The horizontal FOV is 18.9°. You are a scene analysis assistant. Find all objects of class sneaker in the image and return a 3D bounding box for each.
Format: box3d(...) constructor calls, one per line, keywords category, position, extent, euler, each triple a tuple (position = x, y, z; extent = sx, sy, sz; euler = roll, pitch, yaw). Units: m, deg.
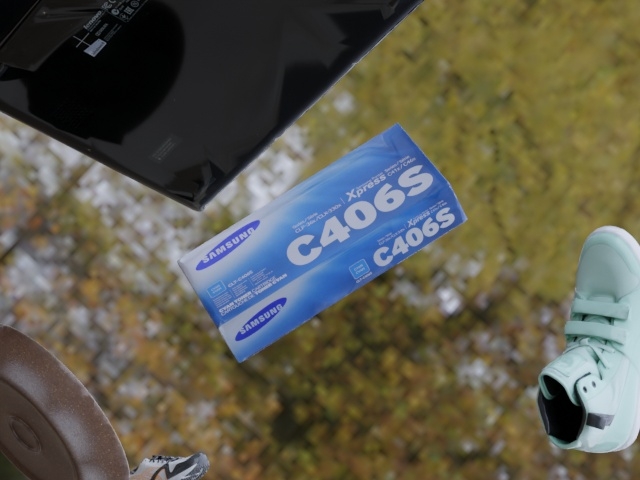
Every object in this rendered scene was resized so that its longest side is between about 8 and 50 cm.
box3d(category="sneaker", position=(-0.152, 0.225, 1.862), extent=(0.040, 0.109, 0.044), euler=(-2, 67, -52))
box3d(category="sneaker", position=(0.302, 0.110, 2.126), extent=(0.094, 0.256, 0.151), euler=(0, -1, 34))

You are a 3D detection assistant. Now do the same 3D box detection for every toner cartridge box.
box3d(category="toner cartridge box", position=(0.000, 0.000, 2.486), extent=(0.075, 0.348, 0.165), euler=(60, -4, -39))

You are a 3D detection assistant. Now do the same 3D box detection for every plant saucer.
box3d(category="plant saucer", position=(-0.251, 0.162, 1.695), extent=(0.198, 0.036, 0.199), euler=(32, -35, 27))

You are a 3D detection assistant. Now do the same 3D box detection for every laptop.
box3d(category="laptop", position=(-0.160, -0.291, 1.709), extent=(0.408, 0.236, 0.382), euler=(28, -47, -25))
